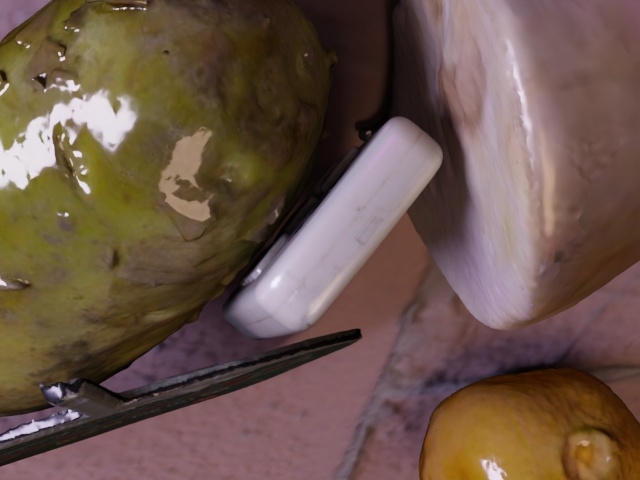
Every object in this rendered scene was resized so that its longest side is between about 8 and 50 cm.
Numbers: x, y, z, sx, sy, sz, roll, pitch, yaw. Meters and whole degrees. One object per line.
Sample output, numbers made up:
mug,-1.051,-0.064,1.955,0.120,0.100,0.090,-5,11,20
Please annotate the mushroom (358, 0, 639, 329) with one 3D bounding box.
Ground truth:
mushroom,0.116,-0.077,0.589,0.162,0.173,0.236,-16,142,-10

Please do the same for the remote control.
remote control,0.000,0.000,0.638,0.087,0.029,0.190,-52,-177,-7

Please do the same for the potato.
potato,-0.091,-0.014,0.617,0.149,0.113,0.251,-9,157,-42

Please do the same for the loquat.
loquat,0.116,0.130,0.895,0.137,0.113,0.137,-20,165,-5

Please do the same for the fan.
fan,-0.110,0.080,0.701,0.223,0.012,0.294,-21,173,25
